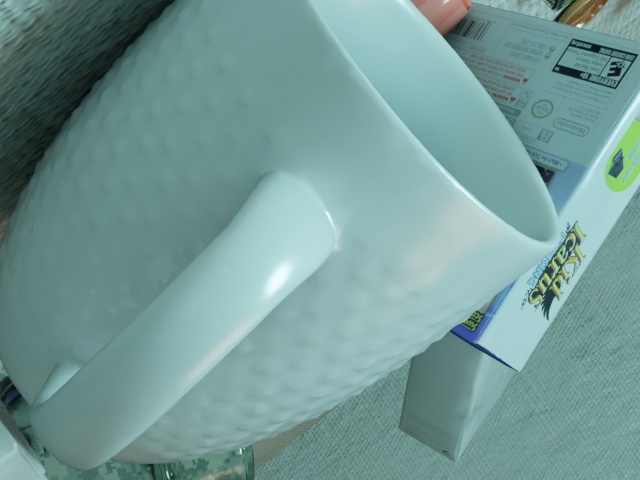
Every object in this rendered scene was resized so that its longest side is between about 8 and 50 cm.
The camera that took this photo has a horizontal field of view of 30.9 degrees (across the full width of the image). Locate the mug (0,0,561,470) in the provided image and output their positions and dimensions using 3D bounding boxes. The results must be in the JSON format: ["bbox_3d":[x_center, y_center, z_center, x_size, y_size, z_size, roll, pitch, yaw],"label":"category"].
[{"bbox_3d":[-0.061,0.008,0.732,0.328,0.276,0.374,-39,-171,20],"label":"mug"}]

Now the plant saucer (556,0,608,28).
[{"bbox_3d":[0.308,-0.271,1.371,0.083,0.013,0.083,-35,167,-9],"label":"plant saucer"}]

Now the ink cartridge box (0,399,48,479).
[{"bbox_3d":[-0.342,0.163,0.825,0.232,0.171,0.168,-34,166,-16],"label":"ink cartridge box"}]

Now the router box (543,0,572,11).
[{"bbox_3d":[0.280,-0.295,1.165,0.122,0.038,0.092,-34,165,-10],"label":"router box"}]

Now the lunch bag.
[{"bbox_3d":[-0.219,0.229,1.279,0.256,0.212,0.305,-17,159,-12],"label":"lunch bag"}]

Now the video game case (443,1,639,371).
[{"bbox_3d":[0.119,-0.059,0.907,0.061,0.269,0.244,35,87,-37],"label":"video game case"}]

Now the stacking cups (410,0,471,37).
[{"bbox_3d":[-0.012,-0.106,0.956,0.316,0.096,0.096,-40,166,2],"label":"stacking cups"}]

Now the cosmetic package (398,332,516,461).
[{"bbox_3d":[0.241,0.054,1.455,0.377,0.097,0.284,-49,159,-34],"label":"cosmetic package"}]
